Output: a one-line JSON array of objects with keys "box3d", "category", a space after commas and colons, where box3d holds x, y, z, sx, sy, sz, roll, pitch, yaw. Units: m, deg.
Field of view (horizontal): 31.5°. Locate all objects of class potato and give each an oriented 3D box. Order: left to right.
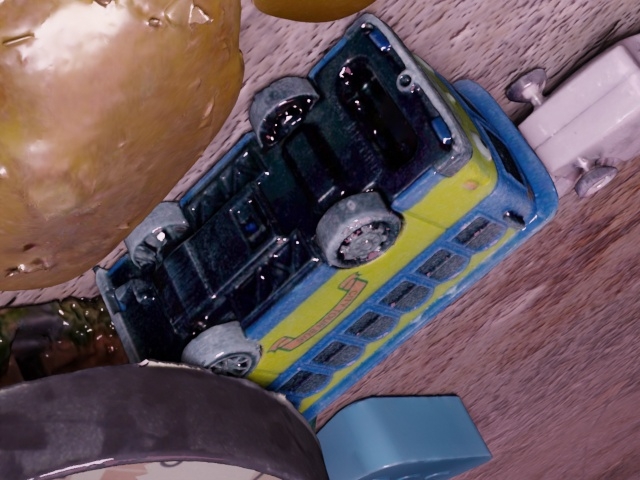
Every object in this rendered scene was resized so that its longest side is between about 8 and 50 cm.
[{"box3d": [-0.141, -0.082, 0.636, 0.192, 0.141, 0.296, -2, 137, -43], "category": "potato"}]

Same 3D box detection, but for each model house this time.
[{"box3d": [-0.198, 0.157, 0.902, 0.183, 0.172, 0.166, 4, 137, -43], "category": "model house"}]

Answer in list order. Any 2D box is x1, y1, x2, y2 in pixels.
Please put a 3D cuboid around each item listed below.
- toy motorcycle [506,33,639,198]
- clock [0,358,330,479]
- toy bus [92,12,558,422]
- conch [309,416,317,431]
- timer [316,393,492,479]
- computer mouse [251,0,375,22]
[{"box3d": [0.255, -0.108, 0.980, 0.260, 0.110, 0.171, -41, 160, 27], "category": "toy motorcycle"}, {"box3d": [-0.165, 0.248, 0.838, 0.386, 0.076, 0.386, -12, 134, -13], "category": "clock"}, {"box3d": [0.000, 0.000, 0.864, 0.312, 0.152, 0.190, -43, 147, 20], "category": "toy bus"}, {"box3d": [-0.082, 0.209, 1.114, 0.196, 0.134, 0.202, -16, 146, -20], "category": "conch"}, {"box3d": [0.060, 0.297, 1.417, 0.232, 0.091, 0.250, 6, 138, -46], "category": "timer"}, {"box3d": [0.033, -0.207, 0.693, 0.102, 0.045, 0.199, 3, 137, -47], "category": "computer mouse"}]
